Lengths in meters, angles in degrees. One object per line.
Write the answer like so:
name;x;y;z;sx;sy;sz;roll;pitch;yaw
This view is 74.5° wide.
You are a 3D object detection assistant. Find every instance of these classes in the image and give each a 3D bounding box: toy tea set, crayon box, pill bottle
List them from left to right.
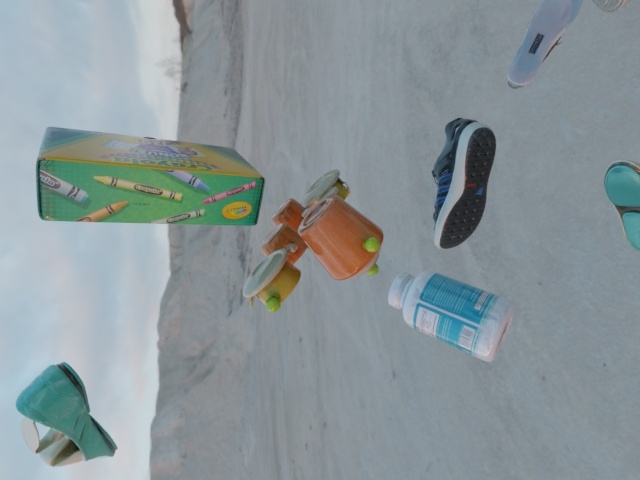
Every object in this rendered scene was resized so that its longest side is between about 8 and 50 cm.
crayon box;-0.242;-0.092;0.616;0.165;0.278;0.081;44;127;52
toy tea set;0.000;0.000;0.677;0.200;0.124;0.336;-41;17;17
pill bottle;0.294;0.160;0.978;0.264;0.146;0.146;22;123;31

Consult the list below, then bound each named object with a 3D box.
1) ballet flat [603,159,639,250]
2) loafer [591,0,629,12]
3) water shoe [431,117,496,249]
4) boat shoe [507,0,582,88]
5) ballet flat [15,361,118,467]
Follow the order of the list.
ballet flat;0.631;-0.083;0.840;0.248;0.086;0.086;52;-171;-32
loafer;0.285;-0.296;0.427;0.125;0.039;0.045;61;166;-1
water shoe;0.211;-0.085;0.651;0.080;0.072;0.203;-121;34;-55
boat shoe;0.670;-0.608;1.274;0.306;0.113;0.105;-68;-13;15
ballet flat;-0.361;0.265;0.594;0.083;0.087;0.247;31;138;23
